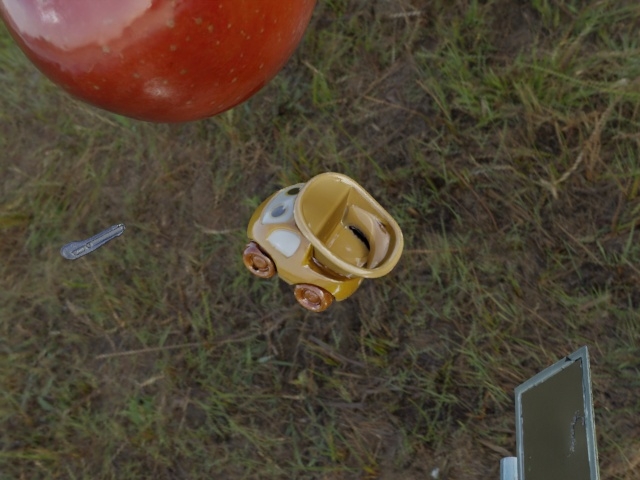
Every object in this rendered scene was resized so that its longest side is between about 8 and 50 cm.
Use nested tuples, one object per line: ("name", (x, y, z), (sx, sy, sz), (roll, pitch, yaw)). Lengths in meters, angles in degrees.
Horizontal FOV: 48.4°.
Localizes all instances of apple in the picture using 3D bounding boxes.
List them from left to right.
("apple", (-0.126, -0.227, 0.552), (0.216, 0.260, 0.260), (-38, 49, 29))

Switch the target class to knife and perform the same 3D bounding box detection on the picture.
("knife", (-0.389, 0.000, 1.222), (0.121, 0.031, 0.018), (-27, 10, -1))

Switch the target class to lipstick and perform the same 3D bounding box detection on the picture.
("lipstick", (0.348, 0.473, 1.282), (0.048, 0.048, 0.158), (-14, 45, 28))

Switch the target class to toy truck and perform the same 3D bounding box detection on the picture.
("toy truck", (0.000, 0.000, 1.433), (0.204, 0.288, 0.212), (-54, 0, -40))

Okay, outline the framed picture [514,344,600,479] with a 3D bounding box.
("framed picture", (0.363, 0.323, 1.100), (0.216, 0.016, 0.273), (120, 162, -56))
